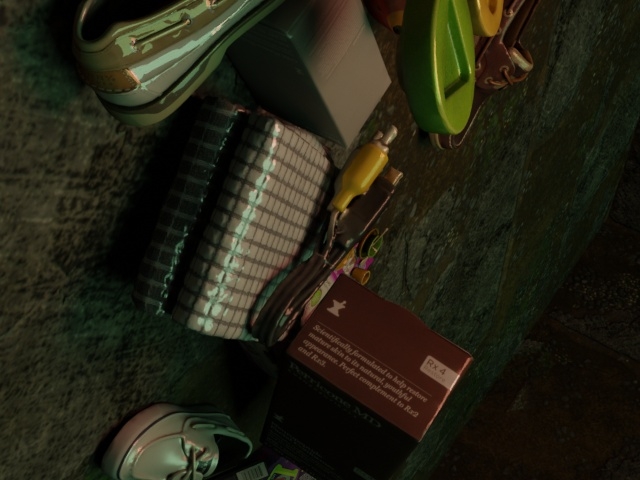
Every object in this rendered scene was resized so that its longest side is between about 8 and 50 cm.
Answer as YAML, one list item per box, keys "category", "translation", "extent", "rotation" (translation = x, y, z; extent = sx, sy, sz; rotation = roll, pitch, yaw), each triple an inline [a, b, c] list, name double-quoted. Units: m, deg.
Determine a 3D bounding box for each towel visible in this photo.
- category: "towel"
  translation: [-0.081, -0.017, 1.058]
  extent: [0.235, 0.121, 0.284]
  rotation: [-70, 162, 0]

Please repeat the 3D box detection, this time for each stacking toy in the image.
- category: "stacking toy"
  translation: [0.055, -0.250, 0.828]
  extent: [0.309, 0.130, 0.279]
  rotation: [63, 36, -47]

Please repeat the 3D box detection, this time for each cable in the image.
- category: "cable"
  translation: [0.000, 0.000, 1.075]
  extent: [0.287, 0.072, 0.139]
  rotation: [-50, 173, -22]

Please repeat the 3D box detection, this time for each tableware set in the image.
- category: "tableware set"
  translation: [0.055, 0.008, 1.312]
  extent: [0.104, 0.024, 0.154]
  rotation: [-52, 156, -23]

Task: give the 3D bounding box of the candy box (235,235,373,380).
- category: "candy box"
  translation: [-0.023, 0.067, 1.339]
  extent: [0.233, 0.071, 0.159]
  rotation: [-54, 157, -19]

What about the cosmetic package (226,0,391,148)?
- category: "cosmetic package"
  translation: [-0.022, -0.200, 0.964]
  extent: [0.107, 0.127, 0.238]
  rotation: [-57, 155, -12]

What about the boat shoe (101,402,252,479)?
- category: "boat shoe"
  translation: [-0.172, 0.269, 1.228]
  extent: [0.096, 0.088, 0.267]
  rotation: [-62, 158, 2]

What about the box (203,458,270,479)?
- category: "box"
  translation: [-0.138, 0.332, 1.305]
  extent: [0.116, 0.029, 0.162]
  rotation: [-19, 172, -17]

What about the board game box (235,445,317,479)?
- category: "board game box"
  translation: [-0.086, 0.425, 1.653]
  extent: [0.347, 0.056, 0.208]
  rotation: [-26, 135, -55]

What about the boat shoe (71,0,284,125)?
- category: "boat shoe"
  translation: [-0.089, -0.236, 0.796]
  extent: [0.302, 0.113, 0.103]
  rotation: [-58, 159, -15]

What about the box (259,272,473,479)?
- category: "box"
  translation: [0.045, 0.216, 1.277]
  extent: [0.143, 0.191, 0.381]
  rotation: [-52, 169, -28]

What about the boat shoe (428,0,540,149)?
- category: "boat shoe"
  translation: [0.268, -0.285, 1.487]
  extent: [0.123, 0.123, 0.342]
  rotation: [-18, 132, -59]
